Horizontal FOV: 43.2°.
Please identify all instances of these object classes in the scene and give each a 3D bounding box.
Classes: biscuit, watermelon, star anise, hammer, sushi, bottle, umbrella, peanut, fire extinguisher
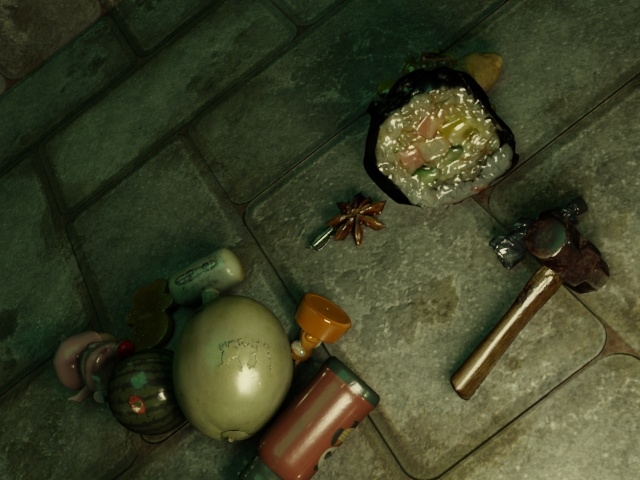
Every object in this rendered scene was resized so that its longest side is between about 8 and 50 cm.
[{"bbox_3d":[-0.452,0.210,2.171,0.166,0.036,0.225,-25,50,14],"label":"biscuit"},{"bbox_3d":[-0.392,0.356,1.906,0.212,0.212,0.212,-17,50,21],"label":"watermelon"},{"bbox_3d":[0.091,-0.057,2.020,0.168,0.057,0.167,-17,48,20],"label":"star anise"},{"bbox_3d":[0.388,0.146,1.604,0.408,0.242,0.095,-51,48,8],"label":"hammer"},{"bbox_3d":[-0.272,0.172,2.047,0.202,0.113,0.305,-29,52,14],"label":"hammer"},{"bbox_3d":[0.259,-0.267,1.917,0.329,0.328,0.285,-41,30,18],"label":"sushi"},{"bbox_3d":[-0.034,0.410,1.693,0.336,0.144,0.144,-48,46,-5],"label":"bottle"},{"bbox_3d":[0.475,-0.027,1.760,0.224,0.080,0.071,-32,12,3],"label":"umbrella"},{"bbox_3d":[0.348,-0.417,2.089,0.253,0.122,0.137,-13,43,21],"label":"peanut"},{"bbox_3d":[0.000,0.000,2.057,0.083,0.025,0.038,-40,69,-1],"label":"fire extinguisher"}]

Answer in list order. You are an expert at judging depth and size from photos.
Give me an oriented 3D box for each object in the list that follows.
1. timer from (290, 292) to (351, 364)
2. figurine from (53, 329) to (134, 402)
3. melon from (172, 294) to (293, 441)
[{"bbox_3d":[-0.022,0.217,1.860,0.152,0.132,0.132,-57,44,14],"label":"timer"},{"bbox_3d":[-0.567,0.321,2.073,0.288,0.186,0.176,-3,99,53],"label":"figurine"},{"bbox_3d":[-0.194,0.285,1.792,0.269,0.268,0.330,-11,59,25],"label":"melon"}]
